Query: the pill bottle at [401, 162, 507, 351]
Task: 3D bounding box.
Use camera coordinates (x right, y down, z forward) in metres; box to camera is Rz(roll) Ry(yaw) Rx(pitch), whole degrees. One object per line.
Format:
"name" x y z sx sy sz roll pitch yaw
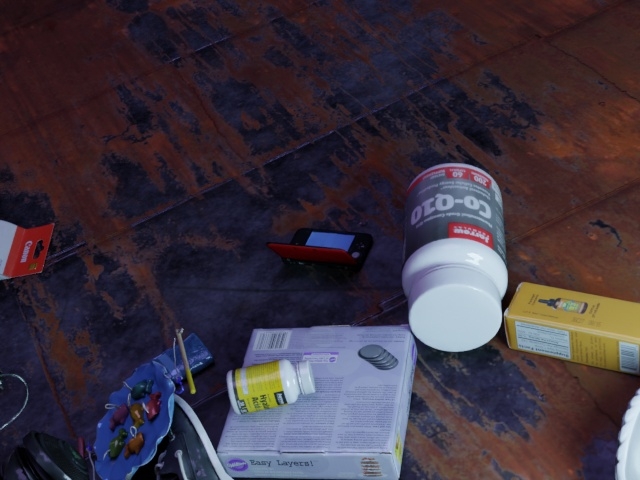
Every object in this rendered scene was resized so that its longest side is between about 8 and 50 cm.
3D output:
"pill bottle" 0.206 0.023 1.690 0.161 0.161 0.283 -6 39 10

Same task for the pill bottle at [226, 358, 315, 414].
"pill bottle" -0.069 0.202 1.538 0.116 0.065 0.065 -13 39 4

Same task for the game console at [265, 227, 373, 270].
"game console" 0.000 0.000 1.844 0.144 0.085 0.124 6 44 22

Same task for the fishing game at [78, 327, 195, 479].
"fishing game" -0.274 0.257 1.556 0.264 0.041 0.189 -45 35 21

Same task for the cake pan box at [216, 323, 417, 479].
"cake pan box" -0.004 0.231 1.588 0.267 0.070 0.245 -3 39 14

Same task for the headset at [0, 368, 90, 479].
"headset" -0.439 0.334 1.484 0.243 0.185 0.394 -24 53 7

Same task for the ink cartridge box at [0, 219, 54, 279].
"ink cartridge box" -0.599 0.014 2.045 0.179 0.045 0.145 -11 40 8

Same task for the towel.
"towel" -0.231 0.197 1.726 0.119 0.029 0.067 -29 42 -17

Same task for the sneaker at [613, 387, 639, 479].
"sneaker" 0.468 0.229 1.415 0.115 0.105 0.281 24 55 30

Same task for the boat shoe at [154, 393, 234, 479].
"boat shoe" -0.177 0.325 1.492 0.091 0.114 0.302 -23 39 -20

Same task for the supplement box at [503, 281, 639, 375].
"supplement box" 0.388 0.129 1.580 0.233 0.080 0.078 12 46 27
